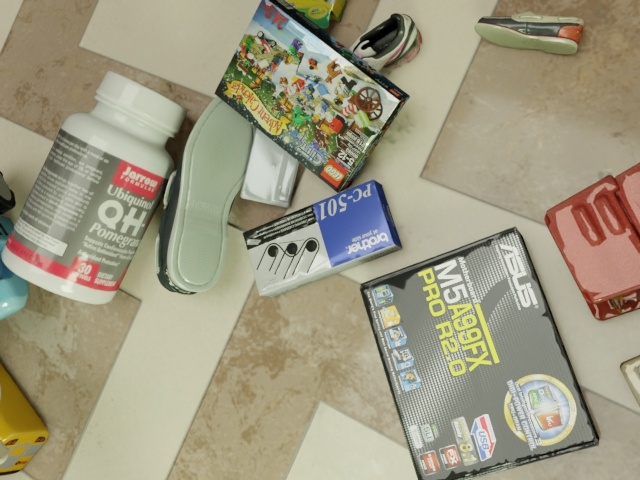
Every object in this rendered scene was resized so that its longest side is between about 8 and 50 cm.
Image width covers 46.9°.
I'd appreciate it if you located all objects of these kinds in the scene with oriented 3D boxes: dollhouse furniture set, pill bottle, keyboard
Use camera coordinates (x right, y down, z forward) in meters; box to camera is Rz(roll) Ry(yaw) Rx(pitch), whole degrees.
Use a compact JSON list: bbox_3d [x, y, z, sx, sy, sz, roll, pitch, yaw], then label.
[{"bbox_3d":[0.388,0.113,0.761,0.152,0.201,0.374,-27,71,16],"label":"dollhouse furniture set"},{"bbox_3d":[-0.326,-0.081,1.101,0.176,0.176,0.318,27,92,24],"label":"pill bottle"},{"bbox_3d":[-0.054,-0.178,1.077,0.072,0.014,0.256,12,82,6],"label":"keyboard"}]

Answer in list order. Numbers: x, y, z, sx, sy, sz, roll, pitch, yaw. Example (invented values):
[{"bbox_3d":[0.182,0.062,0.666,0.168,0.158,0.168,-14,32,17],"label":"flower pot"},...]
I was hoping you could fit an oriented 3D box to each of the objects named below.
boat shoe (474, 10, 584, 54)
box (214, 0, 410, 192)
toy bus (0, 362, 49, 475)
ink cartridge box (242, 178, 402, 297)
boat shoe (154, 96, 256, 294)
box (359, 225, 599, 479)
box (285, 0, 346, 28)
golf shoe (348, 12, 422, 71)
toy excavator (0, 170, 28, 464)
[{"bbox_3d":[0.271,-0.276,0.961,0.137,0.049,0.043,15,84,21],"label":"boat shoe"},{"bbox_3d":[-0.017,-0.198,1.006,0.233,0.044,0.159,39,120,9],"label":"box"},{"bbox_3d":[-0.589,0.234,1.190,0.333,0.108,0.130,44,98,23],"label":"toy bus"},{"bbox_3d":[0.000,0.000,1.024,0.207,0.046,0.097,-21,75,18],"label":"ink cartridge box"},{"bbox_3d":[-0.175,-0.070,1.075,0.091,0.114,0.302,-10,59,55],"label":"boat shoe"},{"bbox_3d":[0.189,0.146,0.913,0.216,0.060,0.270,-21,74,18],"label":"box"},{"bbox_3d":[-0.001,-0.400,1.097,0.105,0.043,0.179,17,85,24],"label":"box"},{"bbox_3d":[0.052,-0.246,1.025,0.186,0.086,0.067,-41,70,12],"label":"golf shoe"},{"bbox_3d":[-0.528,0.095,1.059,0.222,0.433,0.445,-30,91,-4],"label":"toy excavator"}]
